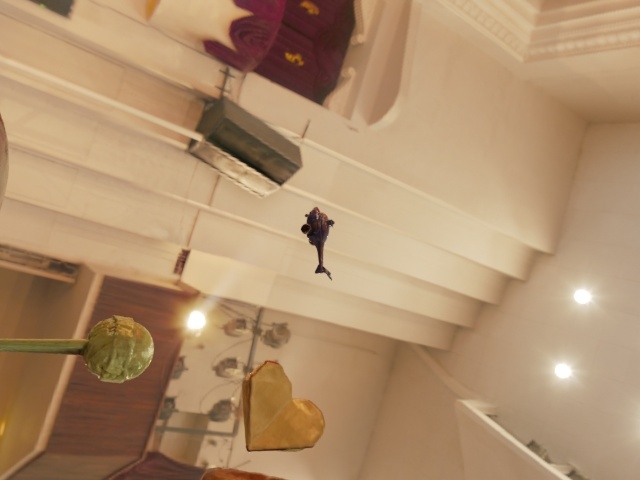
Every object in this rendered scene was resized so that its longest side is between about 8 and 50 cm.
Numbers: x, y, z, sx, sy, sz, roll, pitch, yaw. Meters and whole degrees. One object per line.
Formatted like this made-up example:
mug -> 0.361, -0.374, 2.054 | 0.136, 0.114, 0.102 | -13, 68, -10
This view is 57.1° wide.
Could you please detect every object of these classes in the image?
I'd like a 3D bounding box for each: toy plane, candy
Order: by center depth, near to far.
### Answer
candy -> -0.396, 0.144, 0.794 | 0.093, 0.336, 0.092 | -50, -137, 45
toy plane -> 0.000, 0.000, 1.128 | 0.062, 0.054, 0.167 | -14, -126, 14

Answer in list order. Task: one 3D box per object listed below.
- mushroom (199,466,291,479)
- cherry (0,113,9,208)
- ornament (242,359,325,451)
mushroom -> -0.065, 0.593, 1.123 | 0.314, 0.397, 0.224 | -25, -160, 19
cherry -> -0.278, -0.039, 0.337 | 0.195, 0.195, 0.195 | -29, -128, 45
ornament -> -0.099, 0.371, 1.231 | 0.180, 0.201, 0.059 | -42, -176, -39
